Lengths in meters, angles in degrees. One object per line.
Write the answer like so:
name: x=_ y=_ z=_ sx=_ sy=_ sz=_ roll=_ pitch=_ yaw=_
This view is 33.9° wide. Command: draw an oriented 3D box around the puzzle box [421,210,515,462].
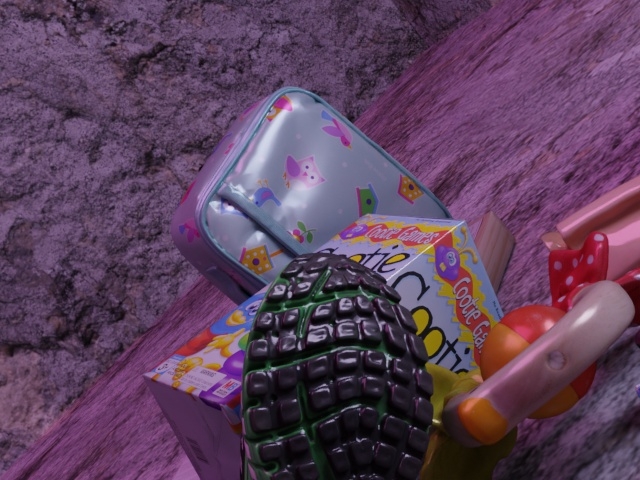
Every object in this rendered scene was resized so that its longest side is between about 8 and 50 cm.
puzzle box: x=0.061 y=0.139 z=1.176 sx=0.272 sy=0.052 sz=0.409 roll=-34 pitch=13 yaw=34

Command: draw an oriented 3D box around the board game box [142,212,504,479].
board game box: x=0.014 y=0.106 z=0.916 sx=0.275 sy=0.144 sz=0.142 roll=-36 pitch=22 yaw=-28

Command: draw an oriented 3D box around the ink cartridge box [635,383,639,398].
ink cartridge box: x=0.237 y=0.109 z=0.495 sx=0.090 sy=0.143 sz=0.092 roll=-27 pitch=2 yaw=-33

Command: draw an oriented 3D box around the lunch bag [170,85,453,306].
lunch bag: x=0.000 y=0.000 z=1.079 sx=0.108 sy=0.279 sz=0.224 roll=-23 pitch=32 yaw=57

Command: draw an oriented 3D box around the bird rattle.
bird rattle: x=0.168 y=0.093 z=0.785 sx=0.254 sy=0.143 sz=0.207 roll=-30 pitch=-5 yaw=-2

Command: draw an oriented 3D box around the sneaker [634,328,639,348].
sneaker: x=0.308 y=0.044 z=0.725 sx=0.178 sy=0.072 sz=0.077 roll=-34 pitch=-10 yaw=35

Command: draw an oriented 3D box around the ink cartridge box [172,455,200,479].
ink cartridge box: x=-0.088 y=0.232 z=1.046 sx=0.145 sy=0.045 sz=0.179 roll=-32 pitch=15 yaw=23

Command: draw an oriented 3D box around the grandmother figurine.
grandmother figurine: x=0.352 y=-0.068 z=0.902 sx=0.342 sy=0.104 sz=0.208 roll=-40 pitch=19 yaw=15

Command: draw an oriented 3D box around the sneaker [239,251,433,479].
sneaker: x=-0.014 y=0.174 z=0.725 sx=0.146 sy=0.134 sz=0.343 roll=151 pitch=127 yaw=-64
